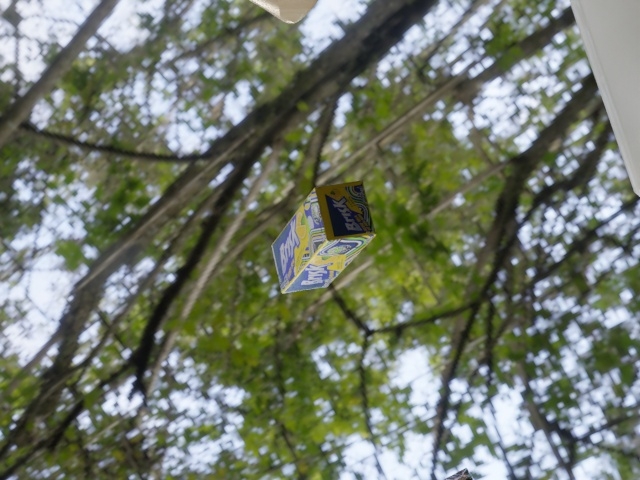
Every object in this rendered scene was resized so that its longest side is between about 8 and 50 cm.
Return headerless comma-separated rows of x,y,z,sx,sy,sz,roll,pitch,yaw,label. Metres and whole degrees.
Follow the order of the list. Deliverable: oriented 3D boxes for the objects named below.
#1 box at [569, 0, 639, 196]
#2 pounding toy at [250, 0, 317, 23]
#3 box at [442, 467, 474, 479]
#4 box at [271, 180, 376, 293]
0.183,-0.198,0.465,0.215,0.168,0.345,2,-111,-52,box
-0.066,-0.280,1.035,0.155,0.269,0.154,-79,-24,-55,pounding toy
0.074,0.246,0.912,0.094,0.137,0.027,61,-177,-5,box
0.000,0.000,1.220,0.054,0.169,0.059,-7,-108,-19,box
